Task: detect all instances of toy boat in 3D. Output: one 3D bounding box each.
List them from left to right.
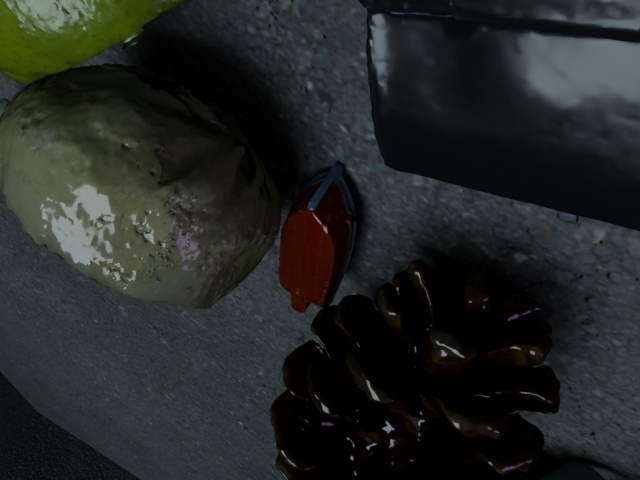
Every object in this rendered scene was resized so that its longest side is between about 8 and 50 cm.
[{"bbox_3d":[0.000,0.000,0.641,0.069,0.059,0.172,27,140,17],"label":"toy boat"}]

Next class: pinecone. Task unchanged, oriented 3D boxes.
[{"bbox_3d":[0.083,0.148,0.589,0.244,0.244,0.309,34,137,8],"label":"pinecone"}]

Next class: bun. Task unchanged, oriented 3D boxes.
[{"bbox_3d":[-0.145,-0.065,0.586,0.259,0.152,0.259,37,-166,-11],"label":"bun"}]

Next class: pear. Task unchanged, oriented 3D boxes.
[{"bbox_3d":[-0.231,-0.243,0.478,0.288,0.139,0.239,9,134,49],"label":"pear"}]

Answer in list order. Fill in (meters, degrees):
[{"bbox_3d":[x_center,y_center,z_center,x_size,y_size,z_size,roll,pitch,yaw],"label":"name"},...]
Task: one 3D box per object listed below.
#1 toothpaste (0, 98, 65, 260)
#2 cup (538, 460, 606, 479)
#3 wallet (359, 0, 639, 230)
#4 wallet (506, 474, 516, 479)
[{"bbox_3d":[-0.408,-0.069,0.973,0.099,0.061,0.392,33,151,8],"label":"toothpaste"},{"bbox_3d":[0.349,0.418,0.688,0.257,0.331,0.311,0,142,-3],"label":"cup"},{"bbox_3d":[0.201,-0.081,0.322,0.406,0.062,0.228,18,143,30],"label":"wallet"},{"bbox_3d":[0.131,0.274,0.800,0.250,0.044,0.149,32,136,35],"label":"wallet"}]
